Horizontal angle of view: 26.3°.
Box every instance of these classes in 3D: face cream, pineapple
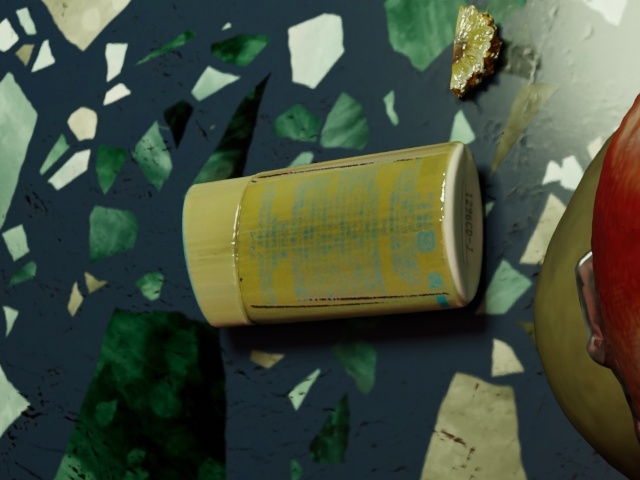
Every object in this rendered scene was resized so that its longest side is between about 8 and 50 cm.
[{"bbox_3d":[0.000,0.000,1.180,0.285,0.067,0.139,-7,74,32],"label":"face cream"},{"bbox_3d":[0.132,-0.163,1.160,0.045,0.019,0.083,1,76,37],"label":"pineapple"}]

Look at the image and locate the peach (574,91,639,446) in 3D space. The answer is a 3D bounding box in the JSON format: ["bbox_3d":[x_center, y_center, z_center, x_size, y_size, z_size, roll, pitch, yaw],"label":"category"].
[{"bbox_3d":[0.305,0.035,0.591,0.339,0.353,0.416,-36,40,-8],"label":"peach"}]

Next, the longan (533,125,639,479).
[{"bbox_3d":[0.283,0.033,0.853,0.297,0.297,0.297,-9,74,32],"label":"longan"}]
